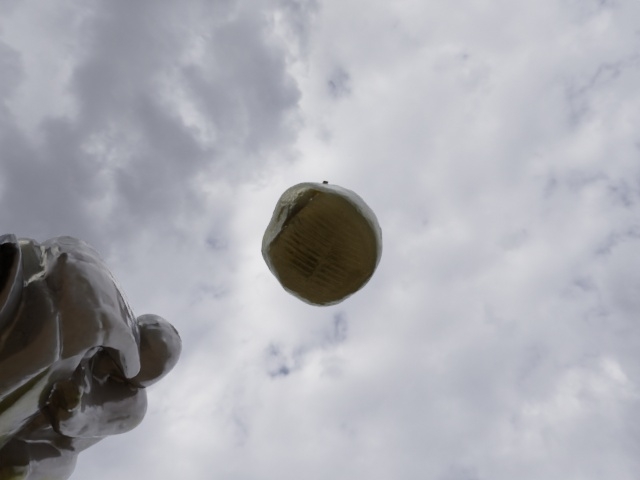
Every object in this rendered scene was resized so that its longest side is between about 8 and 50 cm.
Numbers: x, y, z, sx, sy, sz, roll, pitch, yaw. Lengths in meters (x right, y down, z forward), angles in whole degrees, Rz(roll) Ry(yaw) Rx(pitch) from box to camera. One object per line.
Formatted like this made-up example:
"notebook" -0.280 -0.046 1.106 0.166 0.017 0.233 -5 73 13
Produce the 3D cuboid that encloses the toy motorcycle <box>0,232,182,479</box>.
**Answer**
"toy motorcycle" -0.204 0.103 0.352 0.107 0.223 0.340 54 -51 32

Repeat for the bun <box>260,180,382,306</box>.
"bun" 0.000 0.000 1.027 0.230 0.145 0.229 0 -77 2
